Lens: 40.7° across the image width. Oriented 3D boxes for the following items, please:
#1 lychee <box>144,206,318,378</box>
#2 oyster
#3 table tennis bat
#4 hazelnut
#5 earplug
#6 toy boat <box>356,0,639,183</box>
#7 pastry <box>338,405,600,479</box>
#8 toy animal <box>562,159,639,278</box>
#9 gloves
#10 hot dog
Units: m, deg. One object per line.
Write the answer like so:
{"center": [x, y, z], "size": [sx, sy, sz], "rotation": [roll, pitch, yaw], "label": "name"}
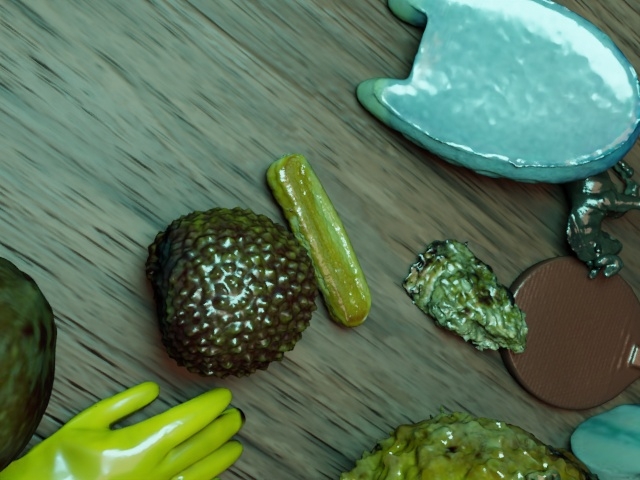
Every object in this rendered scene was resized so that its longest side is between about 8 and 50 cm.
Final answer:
{"center": [-0.089, 0.053, 0.897], "size": [0.188, 0.188, 0.188], "rotation": [-1, 92, -21], "label": "lychee"}
{"center": [0.186, 0.076, 1.062], "size": [0.105, 0.056, 0.177], "rotation": [-40, 93, -20], "label": "oyster"}
{"center": [0.370, 0.135, 1.145], "size": [0.310, 0.038, 0.200], "rotation": [22, 85, -20], "label": "table tennis bat"}
{"center": [-0.330, 0.121, 0.781], "size": [0.218, 0.234, 0.218], "rotation": [-12, 122, -19], "label": "hazelnut"}
{"center": [0.443, 0.398, 1.123], "size": [0.185, 0.185, 0.323], "rotation": [-17, 104, -19], "label": "earplug"}
{"center": [0.216, -0.179, 1.030], "size": [0.330, 0.123, 0.215], "rotation": [16, 84, 4], "label": "toy boat"}
{"center": [0.221, 0.363, 0.935], "size": [0.405, 0.337, 0.292], "rotation": [45, 81, -17], "label": "pastry"}
{"center": [0.359, -0.073, 1.103], "size": [0.148, 0.084, 0.232], "rotation": [-18, 92, -18], "label": "toy animal"}
{"center": [-0.209, 0.245, 0.914], "size": [0.295, 0.116, 0.133], "rotation": [-15, 125, -28], "label": "gloves"}
{"center": [0.000, 0.000, 0.997], "size": [0.066, 0.047, 0.215], "rotation": [-34, 103, -31], "label": "hot dog"}
